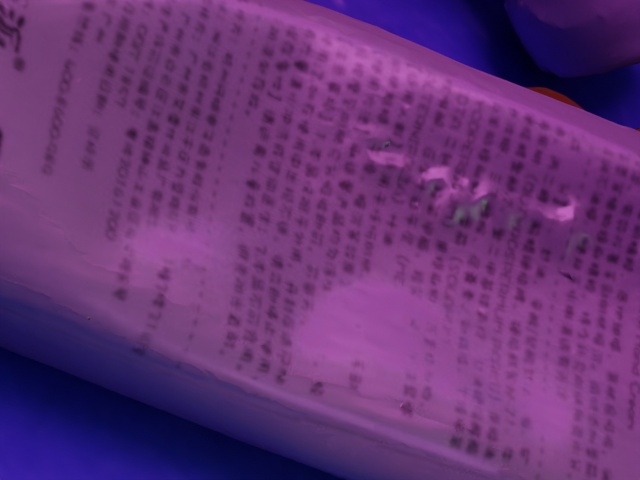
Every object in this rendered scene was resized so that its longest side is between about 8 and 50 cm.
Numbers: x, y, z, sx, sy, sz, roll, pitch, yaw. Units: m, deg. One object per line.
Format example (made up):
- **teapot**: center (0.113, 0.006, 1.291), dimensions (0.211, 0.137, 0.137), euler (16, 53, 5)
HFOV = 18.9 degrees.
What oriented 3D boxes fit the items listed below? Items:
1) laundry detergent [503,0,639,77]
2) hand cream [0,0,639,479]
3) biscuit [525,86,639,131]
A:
- **laundry detergent**: center (0.057, -0.217, 0.578), dimensions (0.088, 0.159, 0.335), euler (-93, 165, -80)
- **hand cream**: center (0.000, 0.000, 0.458), dimensions (0.336, 0.076, 0.121), euler (19, 70, -18)
- **biscuit**: center (0.120, 0.033, 0.555), dimensions (0.236, 0.040, 0.144), euler (28, 39, -13)
